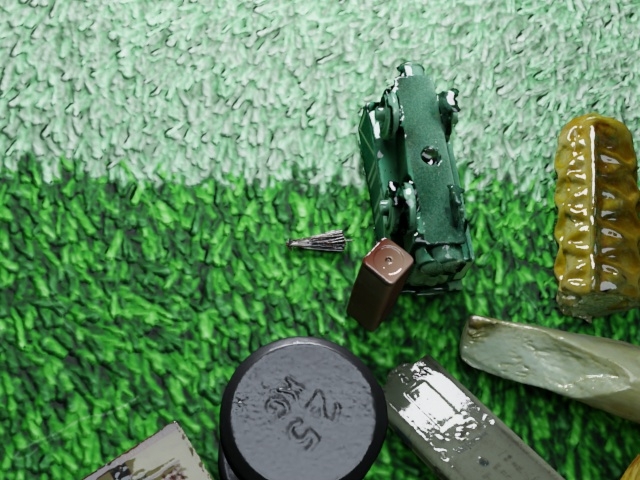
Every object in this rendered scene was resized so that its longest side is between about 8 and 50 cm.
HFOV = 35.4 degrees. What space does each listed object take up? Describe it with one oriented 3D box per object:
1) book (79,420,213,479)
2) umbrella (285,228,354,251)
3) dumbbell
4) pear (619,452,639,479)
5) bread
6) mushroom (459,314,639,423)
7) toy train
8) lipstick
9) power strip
[{"bbox_3d":[-0.153,0.321,1.016,0.161,0.026,0.230,-30,72,-17],"label":"book"},{"bbox_3d":[0.000,0.001,1.194,0.083,0.020,0.031,-7,65,-5],"label":"umbrella"},{"bbox_3d":[-0.024,0.197,0.987,0.153,0.218,0.152,2,66,-5],"label":"dumbbell"},{"bbox_3d":[0.441,0.291,0.963,0.315,0.314,0.314,3,65,-6],"label":"pear"},{"bbox_3d":[0.334,-0.036,1.215,0.087,0.098,0.269,30,55,-40],"label":"bread"},{"bbox_3d":[0.324,0.151,1.119,0.333,0.107,0.087,13,97,-2],"label":"mushroom"},{"bbox_3d":[0.108,-0.073,1.166,0.115,0.154,0.269,-4,66,-10],"label":"toy train"},{"bbox_3d":[0.064,0.051,1.107,0.045,0.145,0.045,37,67,11],"label":"lipstick"},{"bbox_3d":[0.165,0.226,1.053,0.092,0.034,0.268,-33,53,-21],"label":"power strip"}]
